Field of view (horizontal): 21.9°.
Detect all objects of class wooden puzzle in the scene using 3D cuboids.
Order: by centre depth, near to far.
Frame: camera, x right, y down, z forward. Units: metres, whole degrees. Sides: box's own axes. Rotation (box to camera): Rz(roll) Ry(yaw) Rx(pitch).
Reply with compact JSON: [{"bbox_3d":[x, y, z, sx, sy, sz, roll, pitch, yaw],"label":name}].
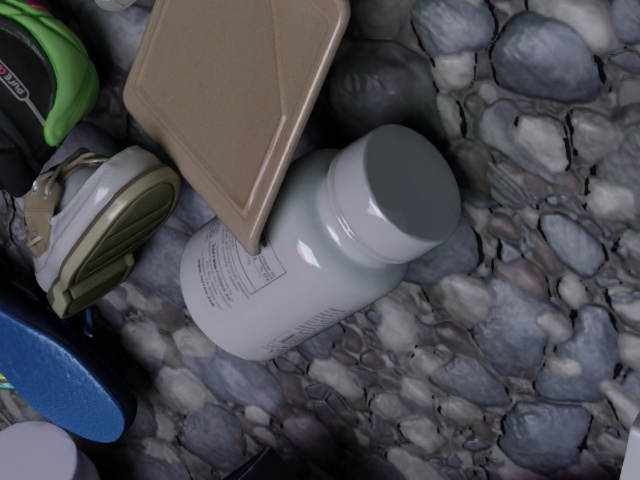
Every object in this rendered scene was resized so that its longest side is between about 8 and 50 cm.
[{"bbox_3d":[-0.066,-0.142,1.288,0.221,0.044,0.238,48,130,40],"label":"wooden puzzle"}]

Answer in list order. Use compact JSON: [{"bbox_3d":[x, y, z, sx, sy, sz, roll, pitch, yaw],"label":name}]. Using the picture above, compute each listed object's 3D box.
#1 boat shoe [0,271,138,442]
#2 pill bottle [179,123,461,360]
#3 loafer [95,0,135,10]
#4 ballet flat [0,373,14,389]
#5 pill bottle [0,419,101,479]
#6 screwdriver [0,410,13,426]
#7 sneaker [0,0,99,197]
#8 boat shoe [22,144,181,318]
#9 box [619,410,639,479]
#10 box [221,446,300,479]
[{"bbox_3d":[-0.273,0.088,1.620,0.258,0.089,0.109,42,125,5],"label":"boat shoe"},{"bbox_3d":[0.000,0.000,1.337,0.229,0.131,0.131,-32,97,43],"label":"pill bottle"},{"bbox_3d":[-0.154,-0.243,1.362,0.045,0.039,0.125,16,138,-15],"label":"loafer"},{"bbox_3d":[-0.377,0.118,1.721,0.231,0.077,0.077,-4,82,33],"label":"ballet flat"},{"bbox_3d":[-0.272,0.276,1.673,0.119,0.119,0.208,23,149,22],"label":"pill bottle"},{"bbox_3d":[-0.303,0.209,1.726,0.025,0.024,0.170,-23,126,7],"label":"screwdriver"},{"bbox_3d":[-0.434,-0.102,1.462,0.483,0.202,0.185,-6,138,25],"label":"sneaker"},{"bbox_3d":[-0.208,-0.022,1.445,0.103,0.113,0.302,56,152,6],"label":"boat shoe"},{"bbox_3d":[0.391,0.232,1.184,0.345,0.168,0.215,21,128,22],"label":"box"},{"bbox_3d":[-0.078,0.408,1.490,0.312,0.179,0.343,49,132,-2],"label":"box"}]
